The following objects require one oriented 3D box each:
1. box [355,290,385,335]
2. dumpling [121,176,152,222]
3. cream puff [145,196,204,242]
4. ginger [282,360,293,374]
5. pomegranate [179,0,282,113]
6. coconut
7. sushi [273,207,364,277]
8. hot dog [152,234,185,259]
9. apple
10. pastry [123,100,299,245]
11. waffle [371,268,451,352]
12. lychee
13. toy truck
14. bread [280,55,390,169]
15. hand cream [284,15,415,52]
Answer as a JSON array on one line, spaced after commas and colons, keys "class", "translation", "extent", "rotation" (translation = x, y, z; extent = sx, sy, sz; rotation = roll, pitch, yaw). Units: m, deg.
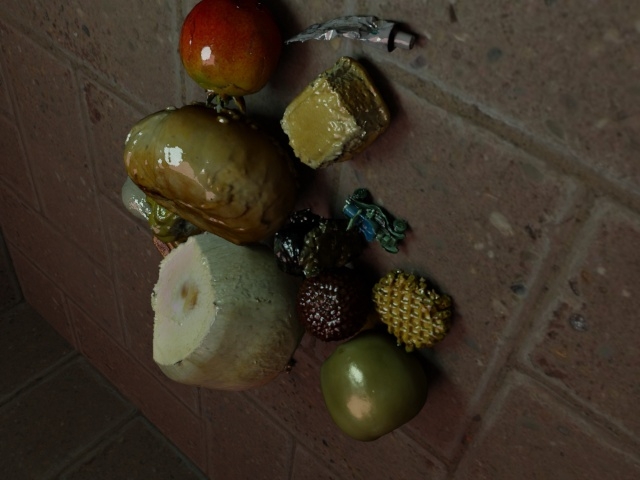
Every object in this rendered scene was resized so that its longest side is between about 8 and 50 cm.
[{"class": "box", "translation": [0.109, 0.182, 1.739], "extent": [0.087, 0.023, 0.155], "rotation": [52, 145, -3]}, {"class": "dumpling", "translation": [-0.533, -0.120, 2.143], "extent": [0.216, 0.126, 0.166], "rotation": [42, 160, 10]}, {"class": "cream puff", "translation": [-0.406, -0.101, 1.967], "extent": [0.195, 0.195, 0.221], "rotation": [42, 140, 16]}, {"class": "ginger", "translation": [-0.150, 0.342, 2.158], "extent": [0.173, 0.051, 0.069], "rotation": [43, 141, 11]}, {"class": "pomegranate", "translation": [-0.179, -0.377, 1.414], "extent": [0.210, 0.210, 0.235], "rotation": [26, 120, 34]}, {"class": "coconut", "translation": [-0.203, 0.186, 1.775], "extent": [0.405, 0.405, 0.404], "rotation": [30, 139, 30]}, {"class": "sushi", "translation": [0.000, 0.000, 1.556], "extent": [0.115, 0.213, 0.147], "rotation": [-6, 93, 42]}, {"class": "hot dog", "translation": [-0.436, 0.058, 2.226], "extent": [0.100, 0.068, 0.249], "rotation": [-24, 103, 42]}, {"class": "apple", "translation": [0.122, 0.345, 1.666], "extent": [0.262, 0.262, 0.262], "rotation": [30, 139, 30]}, {"class": "pastry", "translation": [-0.238, -0.162, 1.591], "extent": [0.410, 0.245, 0.409], "rotation": [25, 164, 8]}, {"class": "waffle", "translation": [0.205, 0.150, 1.561], "extent": [0.193, 0.070, 0.197], "rotation": [47, 143, 8]}, {"class": "lychee", "translation": [0.034, 0.151, 1.626], "extent": [0.188, 0.188, 0.188], "rotation": [30, 139, 30]}, {"class": "toy truck", "translation": [0.107, -0.034, 1.503], "extent": [0.154, 0.078, 0.080], "rotation": [41, 145, 17]}, {"class": "bread", "translation": [0.023, -0.240, 1.382], "extent": [0.174, 0.121, 0.245], "rotation": [62, 150, 3]}, {"class": "hand cream", "translation": [0.055, -0.372, 1.272], "extent": [0.257, 0.084, 0.050], "rotation": [18, 140, 35]}]
